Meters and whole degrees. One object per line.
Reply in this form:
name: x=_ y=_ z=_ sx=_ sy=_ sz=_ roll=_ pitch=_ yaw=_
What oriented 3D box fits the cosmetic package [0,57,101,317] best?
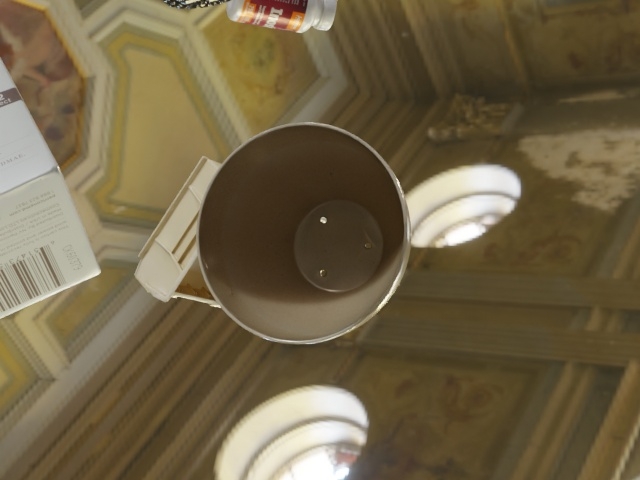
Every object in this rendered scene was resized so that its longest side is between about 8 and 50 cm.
cosmetic package: x=-0.316 y=-0.044 z=0.924 sx=0.151 sy=0.183 sz=0.151 roll=-26 pitch=-36 yaw=-15

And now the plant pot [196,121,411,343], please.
plant pot: x=0.000 y=0.000 z=1.369 sx=0.191 sy=0.284 sz=0.284 roll=21 pitch=-107 yaw=-71

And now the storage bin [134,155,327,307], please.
storage bin: x=-0.161 y=0.010 z=1.824 sx=0.262 sy=0.123 sz=0.260 roll=18 pitch=-70 yaw=-52

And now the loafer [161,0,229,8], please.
loafer: x=-0.152 y=-0.360 z=0.972 sx=0.366 sy=0.134 sz=0.130 roll=95 pitch=166 yaw=-74

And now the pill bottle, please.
pill bottle: x=-0.057 y=-0.356 z=1.492 sx=0.152 sy=0.086 sz=0.086 roll=6 pitch=-95 yaw=-17
